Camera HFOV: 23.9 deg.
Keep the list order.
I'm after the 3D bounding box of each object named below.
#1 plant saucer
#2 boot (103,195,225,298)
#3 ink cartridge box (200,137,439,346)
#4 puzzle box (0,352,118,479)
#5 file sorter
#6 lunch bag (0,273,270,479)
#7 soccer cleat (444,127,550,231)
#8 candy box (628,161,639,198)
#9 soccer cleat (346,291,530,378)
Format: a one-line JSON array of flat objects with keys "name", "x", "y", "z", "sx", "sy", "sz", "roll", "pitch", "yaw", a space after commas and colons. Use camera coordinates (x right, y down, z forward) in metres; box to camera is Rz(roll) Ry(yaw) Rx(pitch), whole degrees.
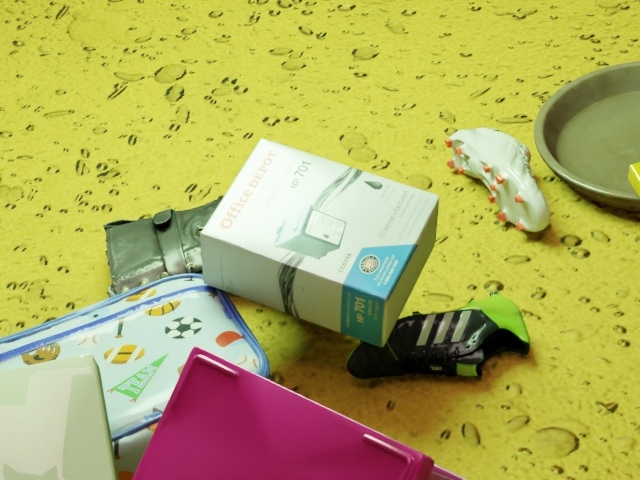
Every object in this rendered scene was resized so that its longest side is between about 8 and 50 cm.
[{"name": "plant saucer", "x": 0.377, "y": -0.114, "z": 1.680, "sx": 0.277, "sy": 0.041, "sz": 0.278, "roll": -5, "pitch": 37, "yaw": 4}, {"name": "boot", "x": -0.107, "y": 0.032, "z": 1.572, "sx": 0.229, "sy": 0.091, "sz": 0.263, "roll": -22, "pitch": 37, "yaw": -5}, {"name": "ink cartridge box", "x": 0.000, "y": 0.000, "z": 1.440, "sx": 0.190, "sy": 0.082, "sz": 0.140, "roll": 20, "pitch": 54, "yaw": 13}, {"name": "puzzle box", "x": -0.359, "y": 0.262, "z": 1.221, "sx": 0.408, "sy": 0.052, "sz": 0.272, "roll": -11, "pitch": 72, "yaw": -3}, {"name": "file sorter", "x": -0.029, "y": 0.260, "z": 1.059, "sx": 0.202, "sy": 0.182, "sz": 0.291, "roll": 22, "pitch": 85, "yaw": 34}, {"name": "lunch bag", "x": -0.204, "y": 0.149, "z": 1.405, "sx": 0.303, "sy": 0.115, "sz": 0.243, "roll": -19, "pitch": 36, "yaw": -14}, {"name": "soccer cleat", "x": 0.206, "y": -0.075, "z": 1.647, "sx": 0.076, "sy": 0.068, "sz": 0.196, "roll": -18, "pitch": 35, "yaw": -16}, {"name": "candy box", "x": 0.398, "y": -0.010, "z": 1.512, "sx": 0.105, "sy": 0.027, "sz": 0.206, "roll": -17, "pitch": 52, "yaw": -7}, {"name": "soccer cleat", "x": 0.114, "y": 0.103, "z": 1.442, "sx": 0.178, "sy": 0.060, "sz": 0.072, "roll": -17, "pitch": 50, "yaw": -10}]
